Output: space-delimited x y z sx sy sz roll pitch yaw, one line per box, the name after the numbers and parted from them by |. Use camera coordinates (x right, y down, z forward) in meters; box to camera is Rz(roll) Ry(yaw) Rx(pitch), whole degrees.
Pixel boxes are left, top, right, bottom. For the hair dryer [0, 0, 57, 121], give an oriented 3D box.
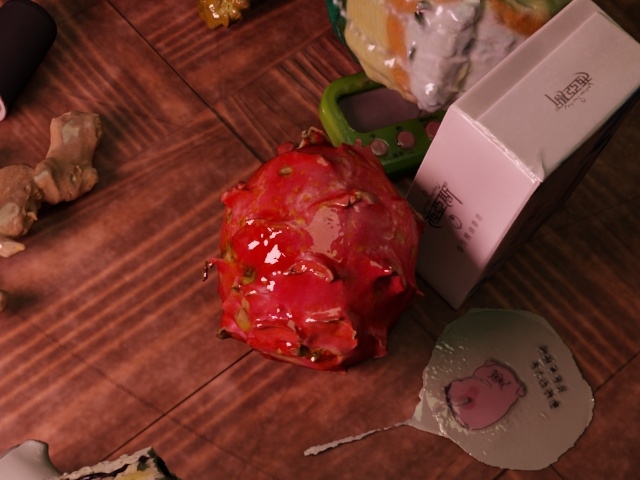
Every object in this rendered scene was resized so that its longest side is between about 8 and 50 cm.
-0.413 -0.227 1.507 0.255 0.070 0.128 23 58 8 | hair dryer

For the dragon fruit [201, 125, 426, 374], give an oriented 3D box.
0.000 0.000 1.380 0.205 0.210 0.268 16 51 -21 | dragon fruit

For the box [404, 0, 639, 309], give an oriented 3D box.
0.194 -0.082 1.414 0.116 0.274 0.203 43 62 12 | box

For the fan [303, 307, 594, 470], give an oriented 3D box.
0.125 0.165 1.413 0.310 0.010 0.182 -16 65 -20 | fan

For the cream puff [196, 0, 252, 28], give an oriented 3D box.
-0.105 -0.275 1.590 0.083 0.058 0.083 41 99 41 | cream puff

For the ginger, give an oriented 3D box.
-0.319 -0.048 1.420 0.149 0.065 0.259 26 61 7 | ginger

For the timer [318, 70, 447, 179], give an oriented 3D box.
0.074 -0.128 1.550 0.140 0.047 0.128 -18 66 -22 | timer

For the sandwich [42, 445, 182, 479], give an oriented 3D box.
-0.170 0.323 1.113 0.262 0.131 0.326 17 96 1 | sandwich

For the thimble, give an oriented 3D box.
0.140 -0.269 1.537 0.254 0.167 0.288 14 39 -8 | thimble

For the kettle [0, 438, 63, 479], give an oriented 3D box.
-0.241 0.265 1.247 0.148 0.127 0.098 38 29 14 | kettle
